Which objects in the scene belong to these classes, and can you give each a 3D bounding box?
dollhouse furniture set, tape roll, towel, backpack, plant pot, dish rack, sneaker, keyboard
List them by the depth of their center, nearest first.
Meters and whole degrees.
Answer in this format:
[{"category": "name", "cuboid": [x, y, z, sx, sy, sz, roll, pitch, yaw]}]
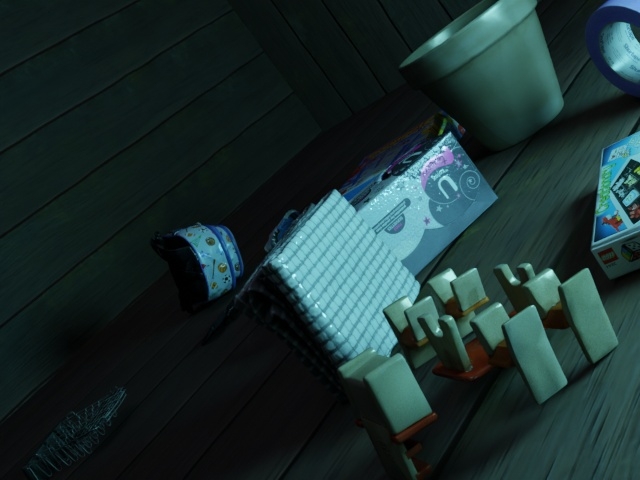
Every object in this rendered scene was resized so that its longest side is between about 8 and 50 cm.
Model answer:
[{"category": "dollhouse furniture set", "cuboid": [0.160, 0.141, 0.829, 0.259, 0.135, 0.262, -30, 9, -20]}, {"category": "towel", "cuboid": [0.018, 0.080, 1.115, 0.121, 0.235, 0.283, -34, 11, 34]}, {"category": "tape roll", "cuboid": [0.556, -0.343, 1.267, 0.080, 0.189, 0.189, -40, 12, -13]}, {"category": "plant pot", "cuboid": [0.379, -0.363, 1.626, 0.323, 0.280, 0.323, -36, 13, 9]}, {"category": "towel", "cuboid": [0.232, -0.179, 1.698, 0.102, 0.021, 0.237, -83, 15, -76]}, {"category": "dish rack", "cuboid": [-0.574, 0.462, 1.766, 0.272, 0.074, 0.208, -32, 14, 17]}, {"category": "keyboard", "cuboid": [-0.237, 0.198, 1.912, 0.100, 0.038, 0.192, -58, -1, 38]}, {"category": "backpack", "cuboid": [-0.353, 0.070, 2.223, 0.213, 0.276, 0.263, -28, 11, -22]}, {"category": "sneaker", "cuboid": [-0.120, -0.027, 2.310, 0.083, 0.071, 0.190, -34, 11, 43]}]

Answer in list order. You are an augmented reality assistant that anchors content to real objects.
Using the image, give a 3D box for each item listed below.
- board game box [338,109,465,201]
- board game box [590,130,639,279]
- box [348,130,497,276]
[{"category": "board game box", "cuboid": [0.207, -0.196, 1.958, 0.308, 0.086, 0.302, -29, 15, 34]}, {"category": "board game box", "cuboid": [0.446, -0.081, 0.924, 0.193, 0.053, 0.305, -28, 15, 34]}, {"category": "box", "cuboid": [0.171, -0.060, 1.363, 0.247, 0.163, 0.142, -41, 11, -16]}]
